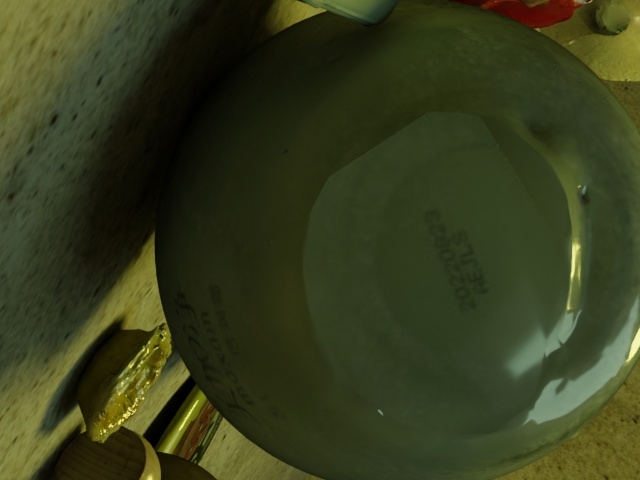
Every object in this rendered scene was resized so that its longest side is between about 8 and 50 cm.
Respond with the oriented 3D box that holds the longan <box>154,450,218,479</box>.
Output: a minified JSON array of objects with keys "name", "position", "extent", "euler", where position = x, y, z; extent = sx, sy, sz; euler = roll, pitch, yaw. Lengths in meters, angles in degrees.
[{"name":"longan","position":[-0.162,0.267,1.513],"extent":[0.204,0.159,0.185],"euler":[-43,179,-7]}]

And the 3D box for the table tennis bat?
[{"name":"table tennis bat","position":[-0.167,0.249,1.765],"extent":[0.369,0.054,0.224],"euler":[-54,171,-41]}]

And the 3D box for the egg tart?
[{"name":"egg tart","position":[-0.150,0.101,1.359],"extent":[0.105,0.039,0.105],"euler":[-55,171,-12]}]

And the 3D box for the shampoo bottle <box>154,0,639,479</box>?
[{"name":"shampoo bottle","position":[0.060,0.003,1.182],"extent":[0.322,0.322,0.317],"euler":[-55,-166,-11]}]

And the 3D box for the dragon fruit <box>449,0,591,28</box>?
[{"name":"dragon fruit","position":[0.152,-0.242,1.360],"extent":[0.172,0.172,0.209],"euler":[-58,157,6]}]

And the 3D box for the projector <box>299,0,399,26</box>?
[{"name":"projector","position":[0.020,-0.218,0.960],"extent":[0.192,0.099,0.256],"euler":[-59,172,9]}]

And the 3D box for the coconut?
[{"name":"coconut","position":[0.364,-0.303,2.118],"extent":[0.239,0.239,0.244],"euler":[-62,173,32]}]

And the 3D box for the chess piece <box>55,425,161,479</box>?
[{"name":"chess piece","position":[-0.167,0.185,1.431],"extent":[0.084,0.083,0.038],"euler":[-53,149,-26]}]
